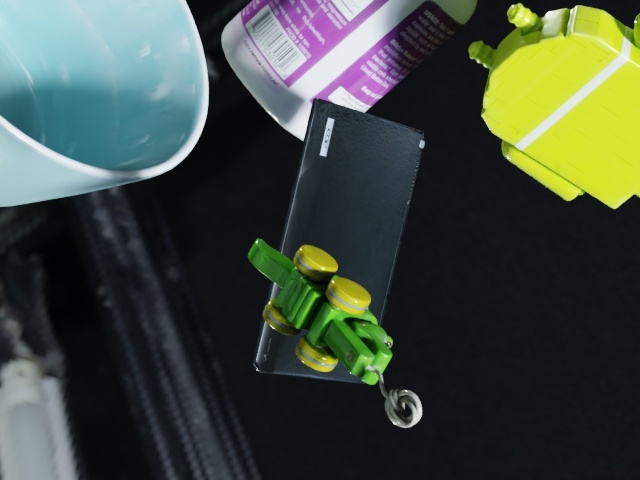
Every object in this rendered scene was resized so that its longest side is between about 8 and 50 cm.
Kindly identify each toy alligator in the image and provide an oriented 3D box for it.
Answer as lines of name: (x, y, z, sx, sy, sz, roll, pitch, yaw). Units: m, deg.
toy alligator: (0.020, 0.059, 1.104, 0.189, 0.051, 0.056, 45, -64, 38)

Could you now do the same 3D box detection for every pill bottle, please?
pill bottle: (0.055, -0.253, 1.790, 0.301, 0.169, 0.169, -40, -129, 15)

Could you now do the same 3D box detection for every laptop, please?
laptop: (0.000, 0.000, 1.546, 0.264, 0.136, 0.234, -163, -94, -75)

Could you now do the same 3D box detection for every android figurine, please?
android figurine: (0.269, -0.128, 1.641, 0.248, 0.273, 0.056, -45, -160, 46)

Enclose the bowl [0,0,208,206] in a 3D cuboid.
bowl: (-0.256, -0.151, 1.355, 0.163, 0.311, 0.312, -30, -125, 33)
